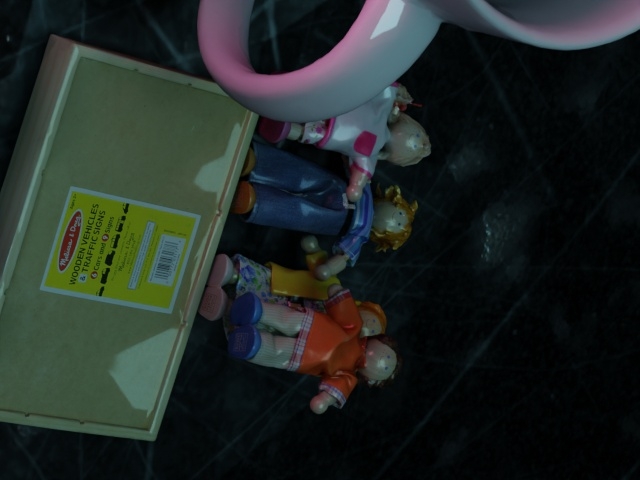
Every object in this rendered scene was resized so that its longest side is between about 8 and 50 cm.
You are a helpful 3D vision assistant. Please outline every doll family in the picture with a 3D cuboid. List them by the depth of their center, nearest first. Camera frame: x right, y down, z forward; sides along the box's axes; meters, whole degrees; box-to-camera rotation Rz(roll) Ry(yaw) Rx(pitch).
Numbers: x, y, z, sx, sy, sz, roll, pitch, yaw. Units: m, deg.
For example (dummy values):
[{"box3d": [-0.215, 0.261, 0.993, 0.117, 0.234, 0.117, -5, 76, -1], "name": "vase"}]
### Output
[{"box3d": [0.000, 0.000, 1.485, 0.163, 0.118, 0.263, 16, 78, -33], "name": "doll family"}]

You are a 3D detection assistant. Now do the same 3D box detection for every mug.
[{"box3d": [0.047, -0.245, 1.277, 0.276, 0.328, 0.374, 31, 86, -39], "name": "mug"}]

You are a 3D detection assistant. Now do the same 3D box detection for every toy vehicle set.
[{"box3d": [-0.152, 0.004, 1.401, 0.166, 0.035, 0.267, 14, 96, -39], "name": "toy vehicle set"}]
